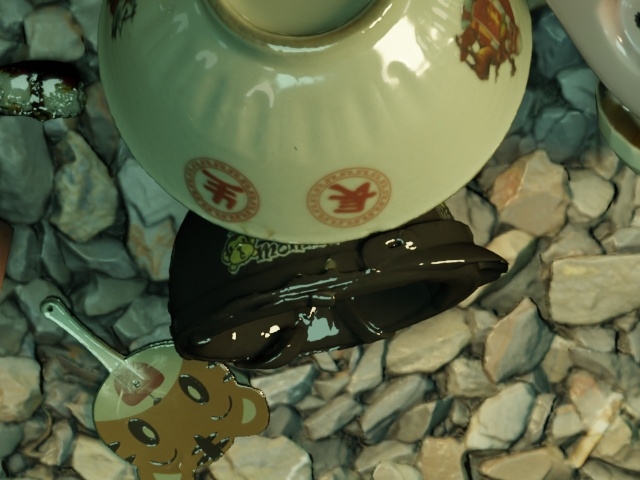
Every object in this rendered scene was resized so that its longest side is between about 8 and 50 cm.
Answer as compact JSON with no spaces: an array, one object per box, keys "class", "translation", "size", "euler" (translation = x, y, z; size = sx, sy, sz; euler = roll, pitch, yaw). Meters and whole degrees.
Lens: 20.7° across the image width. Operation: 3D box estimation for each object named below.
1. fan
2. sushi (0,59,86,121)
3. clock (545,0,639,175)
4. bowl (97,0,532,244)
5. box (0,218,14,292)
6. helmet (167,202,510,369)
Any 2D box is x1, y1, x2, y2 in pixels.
[{"class":"fan","translation":[-0.166,0.128,1.594],"size":[0.152,0.008,0.227],"euler":[-42,104,19]},{"class":"sushi","translation":[-0.240,-0.128,1.477],"size":[0.083,0.044,0.046],"euler":[1,113,3]},{"class":"clock","translation":[0.298,-0.188,1.270],"size":[0.184,0.342,0.325],"euler":[-39,109,-20]},{"class":"bowl","translation":[-0.008,-0.177,1.286],"size":[0.337,0.157,0.337],"euler":[-1,74,3]},{"class":"box","translation":[-0.321,0.041,1.496],"size":[0.060,0.156,0.111],"euler":[37,111,-23]},{"class":"helmet","translation":[0.000,0.000,1.428],"size":[0.279,0.230,0.160],"euler":[-20,74,10]}]
